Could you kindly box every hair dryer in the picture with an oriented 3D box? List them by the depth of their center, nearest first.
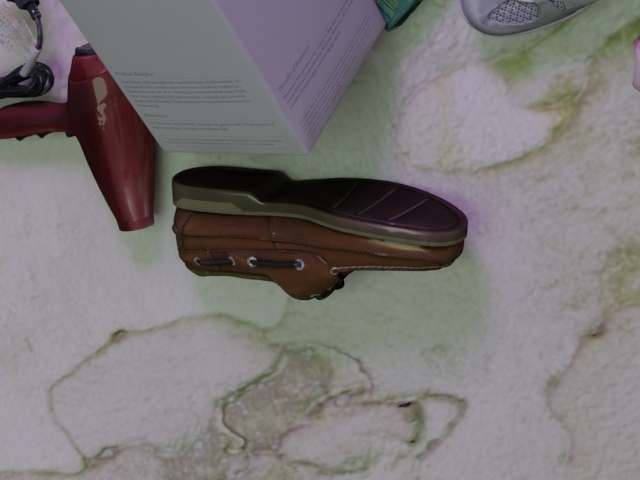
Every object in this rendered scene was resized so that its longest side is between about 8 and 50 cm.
[{"bbox_3d":[-0.258,-0.130,1.830,0.293,0.080,0.223,49,132,10],"label":"hair dryer"}]

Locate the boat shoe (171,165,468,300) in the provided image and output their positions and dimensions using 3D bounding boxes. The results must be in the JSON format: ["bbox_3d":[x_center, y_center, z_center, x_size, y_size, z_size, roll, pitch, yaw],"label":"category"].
[{"bbox_3d":[0.000,0.000,1.734,0.307,0.111,0.104,11,112,29],"label":"boat shoe"}]

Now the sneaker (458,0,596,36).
[{"bbox_3d":[0.233,-0.260,1.556,0.281,0.115,0.105,-28,93,26],"label":"sneaker"}]

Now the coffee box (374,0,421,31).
[{"bbox_3d":[0.084,-0.294,1.649,0.113,0.040,0.184,46,116,5],"label":"coffee box"}]

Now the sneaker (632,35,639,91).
[{"bbox_3d":[0.312,-0.180,1.581,0.070,0.051,0.134,23,116,9],"label":"sneaker"}]

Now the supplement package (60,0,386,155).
[{"bbox_3d":[-0.102,-0.236,1.577,0.178,0.175,0.293,4,141,37],"label":"supplement package"}]
